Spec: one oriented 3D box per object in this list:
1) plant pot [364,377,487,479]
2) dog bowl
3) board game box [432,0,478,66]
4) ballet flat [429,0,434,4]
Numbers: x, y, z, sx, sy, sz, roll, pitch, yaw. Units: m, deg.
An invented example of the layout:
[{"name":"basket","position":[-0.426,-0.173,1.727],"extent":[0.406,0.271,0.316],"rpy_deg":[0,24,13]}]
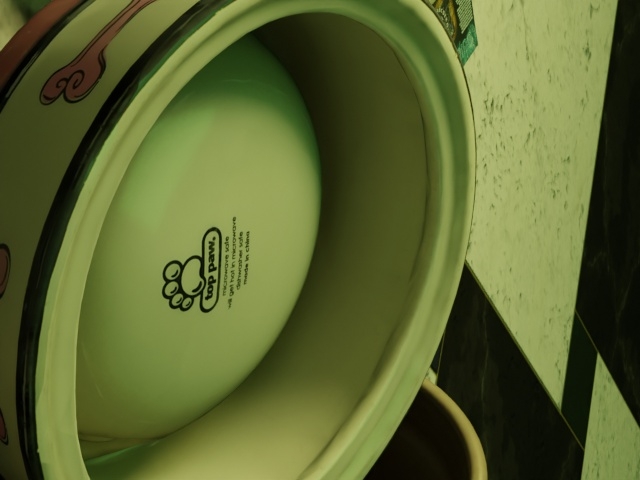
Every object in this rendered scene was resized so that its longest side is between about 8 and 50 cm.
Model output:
[{"name":"plant pot","position":[-0.026,0.235,1.407],"extent":[0.263,0.263,0.229],"rpy_deg":[-59,163,-51]},{"name":"dog bowl","position":[-0.079,0.008,1.197],"extent":[0.408,0.150,0.408],"rpy_deg":[-30,130,-42]},{"name":"board game box","position":[0.119,-0.219,1.977],"extent":[0.186,0.026,0.126],"rpy_deg":[-56,142,-54]},{"name":"ballet flat","position":[0.035,-0.197,1.565],"extent":[0.248,0.086,0.086],"rpy_deg":[-53,160,10]}]
